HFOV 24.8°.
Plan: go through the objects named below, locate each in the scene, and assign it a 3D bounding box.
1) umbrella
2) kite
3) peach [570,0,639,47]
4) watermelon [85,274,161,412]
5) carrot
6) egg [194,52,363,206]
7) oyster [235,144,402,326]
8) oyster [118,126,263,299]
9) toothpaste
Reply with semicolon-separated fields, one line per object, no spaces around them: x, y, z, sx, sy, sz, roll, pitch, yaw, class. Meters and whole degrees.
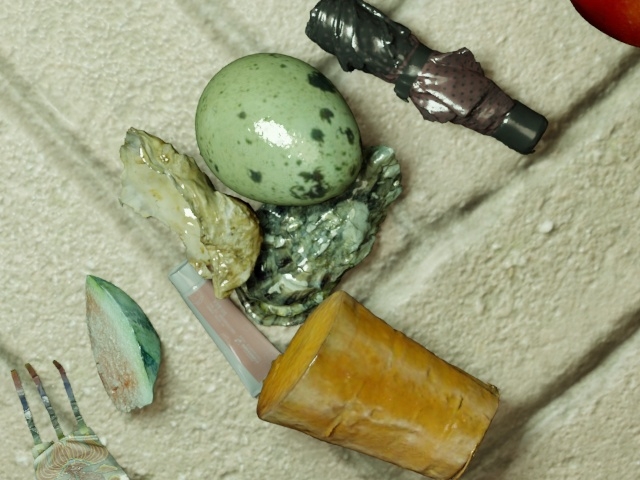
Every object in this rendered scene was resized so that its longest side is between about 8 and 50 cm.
0.130;-0.198;1.772;0.326;0.090;0.094;31;75;-3;umbrella
-0.328;0.259;1.883;0.127;0.016;0.229;-17;100;0;kite
0.397;-0.339;1.693;0.243;0.199;0.243;0;86;-4;peach
-0.251;0.127;1.838;0.094;0.081;0.180;-16;81;19;watermelon
0.073;0.198;1.780;0.254;0.196;0.196;31;97;-9;carrot
-0.046;-0.126;1.727;0.228;0.177;0.177;31;99;35;egg
0.001;-0.001;1.818;0.252;0.087;0.199;-14;97;15;oyster
-0.157;-0.043;1.782;0.107;0.161;0.233;-39;90;-16;oyster
-0.118;0.107;1.846;0.067;0.043;0.194;-38;102;0;toothpaste
